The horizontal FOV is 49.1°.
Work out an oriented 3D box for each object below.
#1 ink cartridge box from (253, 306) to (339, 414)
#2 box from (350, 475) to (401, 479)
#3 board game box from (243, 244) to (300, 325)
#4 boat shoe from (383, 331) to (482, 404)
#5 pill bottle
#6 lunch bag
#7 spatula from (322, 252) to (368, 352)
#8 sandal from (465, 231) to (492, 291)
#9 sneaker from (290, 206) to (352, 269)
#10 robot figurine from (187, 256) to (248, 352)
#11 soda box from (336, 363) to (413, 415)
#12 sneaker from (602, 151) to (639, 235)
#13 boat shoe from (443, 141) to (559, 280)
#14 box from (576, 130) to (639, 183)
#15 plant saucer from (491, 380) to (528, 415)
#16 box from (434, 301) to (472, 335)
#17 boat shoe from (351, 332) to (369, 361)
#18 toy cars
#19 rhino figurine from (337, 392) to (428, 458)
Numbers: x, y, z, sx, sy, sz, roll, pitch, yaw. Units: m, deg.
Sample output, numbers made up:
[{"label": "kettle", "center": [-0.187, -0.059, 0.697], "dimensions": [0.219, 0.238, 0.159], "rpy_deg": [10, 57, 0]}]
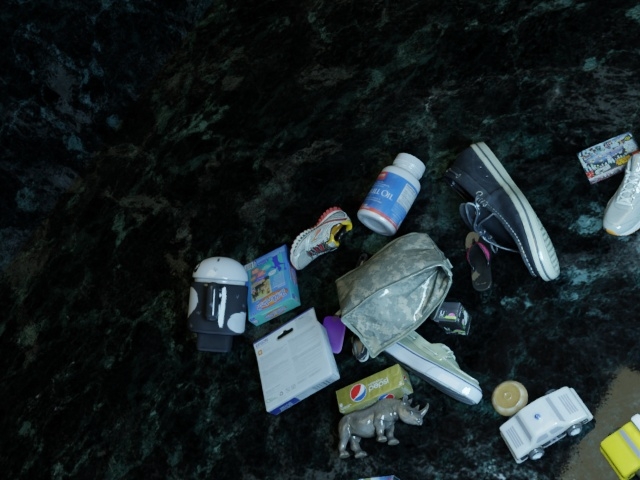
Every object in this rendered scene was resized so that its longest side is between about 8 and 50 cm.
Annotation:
[{"label": "ink cartridge box", "center": [-0.070, 0.327, 1.909], "dimensions": [0.223, 0.045, 0.224], "rpy_deg": [-33, 47, 18]}, {"label": "box", "center": [0.101, 0.652, 1.559], "dimensions": [0.159, 0.044, 0.233], "rpy_deg": [-16, 51, 26]}, {"label": "board game box", "center": [-0.149, 0.134, 2.114], "dimensions": [0.160, 0.047, 0.210], "rpy_deg": [-26, 47, 18]}, {"label": "boat shoe", "center": [0.268, 0.286, 1.664], "dimensions": [0.302, 0.109, 0.094], "rpy_deg": [26, 74, 47]}, {"label": "pill bottle", "center": [0.208, -0.135, 1.999], "dimensions": [0.124, 0.124, 0.221], "rpy_deg": [16, 69, 42]}, {"label": "lunch bag", "center": [0.195, 0.117, 1.748], "dimensions": [0.287, 0.169, 0.235], "rpy_deg": [-37, 17, 10]}, {"label": "spatula", "center": [0.072, 0.167, 1.943], "dimensions": [0.084, 0.030, 0.296], "rpy_deg": [6, 63, 41]}, {"label": "sandal", "center": [0.403, 0.045, 1.785], "dimensions": [0.067, 0.040, 0.179], "rpy_deg": [-19, 50, 24]}, {"label": "sneaker", "center": [0.000, 0.000, 2.076], "dimensions": [0.225, 0.088, 0.093], "rpy_deg": [-47, 46, -2]}, {"label": "robot figurine", "center": [-0.305, 0.187, 2.067], "dimensions": [0.209, 0.173, 0.278], "rpy_deg": [-1, 83, 50]}, {"label": "soda box", "center": [0.133, 0.373, 1.729], "dimensions": [0.181, 0.058, 0.061], "rpy_deg": [-27, 47, 17]}, {"label": "sneaker", "center": [0.728, -0.135, 1.625], "dimensions": [0.099, 0.121, 0.262], "rpy_deg": [25, 76, 45]}, {"label": "boat shoe", "center": [0.440, -0.063, 1.740], "dimensions": [0.156, 0.187, 0.500], "rpy_deg": [-32, 39, 11]}, {"label": "box", "center": [0.723, -0.207, 1.748], "dimensions": [0.137, 0.027, 0.094], "rpy_deg": [-25, 49, 19]}, {"label": "plant saucer", "center": [0.421, 0.350, 1.569], "dimensions": [0.083, 0.015, 0.083], "rpy_deg": [-19, 50, 24]}, {"label": "box", "center": [0.322, 0.190, 1.707], "dimensions": [0.062, 0.083, 0.052], "rpy_deg": [0, 60, 35]}, {"label": "boat shoe", "center": [0.103, 0.257, 1.849], "dimensions": [0.046, 0.038, 0.125], "rpy_deg": [-16, 51, 26]}, {"label": "toy cars", "center": [0.546, 0.376, 1.408], "dimensions": [0.393, 0.087, 0.176], "rpy_deg": [-1, 58, 35]}, {"label": "rhino figurine", "center": [0.146, 0.432, 1.668], "dimensions": [0.243, 0.073, 0.106], "rpy_deg": [-26, 50, 16]}]
